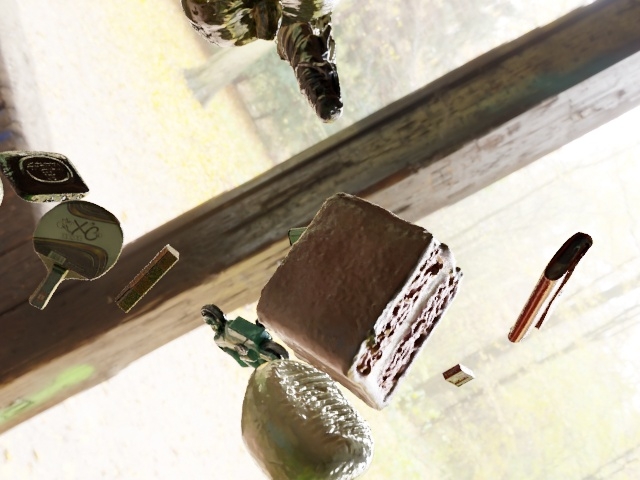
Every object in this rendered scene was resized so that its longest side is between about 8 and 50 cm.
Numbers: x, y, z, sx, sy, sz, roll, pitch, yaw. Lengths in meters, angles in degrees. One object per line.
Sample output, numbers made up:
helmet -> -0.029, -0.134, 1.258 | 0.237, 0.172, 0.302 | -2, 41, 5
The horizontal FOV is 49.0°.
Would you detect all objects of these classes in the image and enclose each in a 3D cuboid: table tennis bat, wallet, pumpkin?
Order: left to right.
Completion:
table tennis bat -> -0.532, 0.034, 1.475 | 0.173, 0.301, 0.022 | 33, 25, -21
pumpkin -> -0.106, -0.474, 1.315 | 0.139, 0.317, 0.221 | 69, 7, -61
wallet -> 0.411, 0.090, 1.260 | 0.045, 0.142, 0.204 | 37, -35, 22

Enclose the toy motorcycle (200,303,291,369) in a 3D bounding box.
toy motorcycle -> -0.202, 0.288, 1.910 | 0.297, 0.109, 0.198 | 23, -38, 27

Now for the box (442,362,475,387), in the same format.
box -> 0.343, 0.336, 1.744 | 0.082, 0.052, 0.023 | 35, 28, -48

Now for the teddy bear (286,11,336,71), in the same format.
teddy bear -> -0.035, -0.526, 1.808 | 0.267, 0.156, 0.255 | -95, -178, -73

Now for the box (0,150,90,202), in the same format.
box -> -0.711, -0.171, 1.806 | 0.213, 0.042, 0.201 | -5, 45, -50

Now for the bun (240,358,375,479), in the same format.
bun -> -0.048, 0.439, 1.601 | 0.361, 0.213, 0.361 | 37, 16, -12

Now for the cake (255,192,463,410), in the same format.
cake -> 0.075, 0.099, 1.238 | 0.230, 0.308, 0.237 | 24, -16, 32

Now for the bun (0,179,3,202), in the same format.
bun -> -0.759, -0.106, 1.408 | 0.237, 0.209, 0.116 | 19, 7, -38

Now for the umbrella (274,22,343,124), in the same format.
umbrella -> -0.012, -0.348, 1.418 | 0.357, 0.106, 0.113 | -111, -158, -46

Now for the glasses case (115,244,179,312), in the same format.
glasses case -> -0.506, 0.109, 2.051 | 0.049, 0.218, 0.075 | 44, 2, -14

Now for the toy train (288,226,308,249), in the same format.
toy train -> 0.000, 0.000, 1.539 | 0.038, 0.148, 0.070 | -58, 138, -60
